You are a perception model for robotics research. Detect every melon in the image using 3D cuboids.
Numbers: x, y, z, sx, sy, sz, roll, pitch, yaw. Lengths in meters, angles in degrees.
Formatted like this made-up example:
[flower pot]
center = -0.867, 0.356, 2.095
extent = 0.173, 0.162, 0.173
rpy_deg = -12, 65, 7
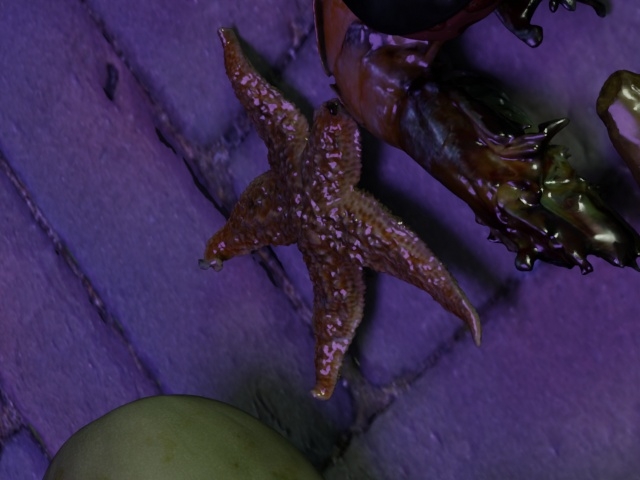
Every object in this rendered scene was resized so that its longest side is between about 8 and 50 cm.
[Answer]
[melon]
center = -0.084, 0.264, 1.383
extent = 0.272, 0.272, 0.308
rpy_deg = -6, 112, 50

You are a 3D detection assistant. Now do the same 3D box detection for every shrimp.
[shrimp]
center = 0.099, -0.103, 1.120
extent = 0.289, 0.075, 0.178
rpy_deg = 47, 138, 40

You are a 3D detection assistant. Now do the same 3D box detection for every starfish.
[starfish]
center = 0.004, -0.001, 1.295
extent = 0.295, 0.048, 0.231
rpy_deg = 45, 138, 26

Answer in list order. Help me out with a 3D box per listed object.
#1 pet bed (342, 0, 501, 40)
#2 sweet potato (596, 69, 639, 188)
[pet bed]
center = 0.060, -0.208, 1.068
extent = 0.201, 0.053, 0.201
rpy_deg = 1, 91, 52
[sweet potato]
center = 0.222, 0.031, 1.047
extent = 0.075, 0.075, 0.273
rpy_deg = -13, 97, 51
